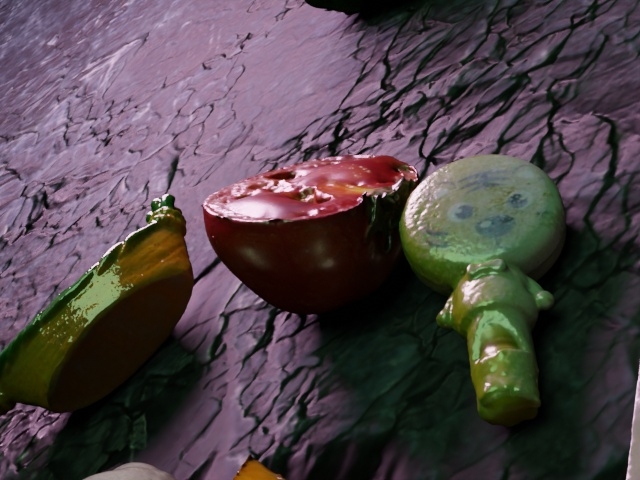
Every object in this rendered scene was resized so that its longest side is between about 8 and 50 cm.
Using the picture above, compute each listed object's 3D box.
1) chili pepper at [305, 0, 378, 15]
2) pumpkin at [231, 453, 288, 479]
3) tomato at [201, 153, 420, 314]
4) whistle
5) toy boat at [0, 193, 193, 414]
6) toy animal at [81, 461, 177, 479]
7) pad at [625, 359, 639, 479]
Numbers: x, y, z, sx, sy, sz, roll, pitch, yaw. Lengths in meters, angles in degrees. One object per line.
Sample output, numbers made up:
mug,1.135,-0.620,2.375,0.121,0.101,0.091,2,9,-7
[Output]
chili pepper,0.016,-0.290,1.083,0.165,0.174,0.261,-16,33,37
pumpkin,-0.018,0.195,0.570,0.248,0.126,0.131,-83,11,-85
tomato,0.000,0.000,0.826,0.139,0.091,0.159,5,24,35
whistle,0.104,0.028,0.728,0.104,0.057,0.198,-13,46,10
toy boat,-0.178,0.062,0.916,0.229,0.089,0.088,-45,47,-5
toy animal,-0.126,0.188,0.650,0.121,0.094,0.225,-54,-6,4
pad,0.238,0.040,0.617,0.159,0.009,0.265,-13,41,33
